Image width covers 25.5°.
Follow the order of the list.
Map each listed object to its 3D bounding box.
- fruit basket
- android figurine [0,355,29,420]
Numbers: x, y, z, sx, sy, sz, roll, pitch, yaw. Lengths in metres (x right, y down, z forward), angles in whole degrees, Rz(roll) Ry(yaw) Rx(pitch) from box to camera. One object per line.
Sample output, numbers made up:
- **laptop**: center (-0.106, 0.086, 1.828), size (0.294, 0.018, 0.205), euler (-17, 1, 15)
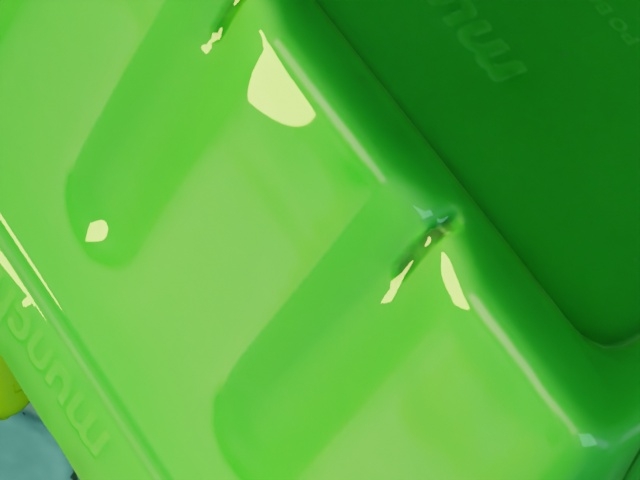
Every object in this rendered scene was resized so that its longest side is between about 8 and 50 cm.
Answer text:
- **fruit basket**: center (0.000, 0.000, 0.536), size (0.283, 0.392, 0.392), euler (-24, 123, -33)
- **android figurine**: center (-0.266, 0.054, 0.693), size (0.248, 0.056, 0.273), euler (-2, 115, -4)
